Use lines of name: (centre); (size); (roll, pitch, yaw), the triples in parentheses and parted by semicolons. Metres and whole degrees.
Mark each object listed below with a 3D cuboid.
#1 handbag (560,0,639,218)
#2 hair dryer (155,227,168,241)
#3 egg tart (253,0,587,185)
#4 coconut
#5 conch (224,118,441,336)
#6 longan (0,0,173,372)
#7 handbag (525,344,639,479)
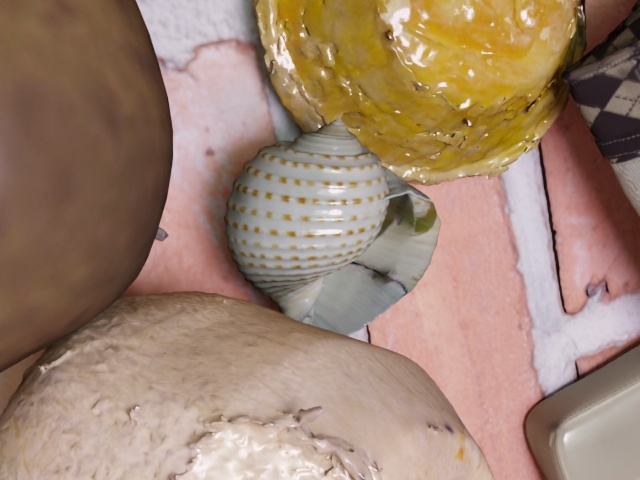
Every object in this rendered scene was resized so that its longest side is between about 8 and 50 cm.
handbag: (0.422, -0.069, 0.836); (0.416, 0.180, 0.317); (57, 46, -14)
hair dryer: (-0.210, -0.017, 0.699); (0.183, 0.044, 0.155); (35, 85, -23)
egg tart: (0.109, -0.203, 0.752); (0.341, 0.132, 0.342); (-2, 96, -22)
coconut: (-0.079, 0.210, 0.610); (0.346, 0.360, 0.347); (-10, 102, -53)
conch: (-0.005, -0.009, 0.730); (0.172, 0.131, 0.200); (-7, 139, -40)
longan: (-0.262, -0.049, 0.498); (0.360, 0.361, 0.361); (-2, 96, -21)
handbag: (0.348, 0.225, 0.896); (0.256, 0.079, 0.219); (-24, 98, -11)
